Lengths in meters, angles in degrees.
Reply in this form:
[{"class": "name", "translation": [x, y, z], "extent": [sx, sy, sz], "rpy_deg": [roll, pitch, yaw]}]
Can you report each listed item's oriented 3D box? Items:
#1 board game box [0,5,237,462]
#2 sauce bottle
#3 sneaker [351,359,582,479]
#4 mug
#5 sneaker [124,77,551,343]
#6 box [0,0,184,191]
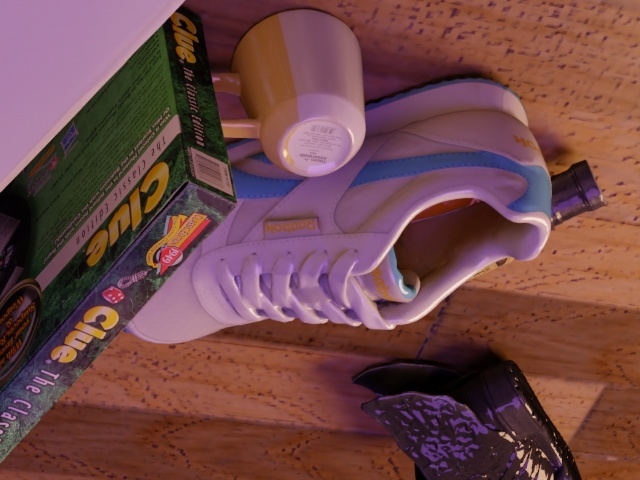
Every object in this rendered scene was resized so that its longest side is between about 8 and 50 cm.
[{"class": "board game box", "translation": [-0.133, 0.020, 0.709], "extent": [0.030, 0.136, 0.259], "rpy_deg": [28, 122, -30]}, {"class": "sauce bottle", "translation": [0.083, -0.005, 0.797], "extent": [0.128, 0.042, 0.042], "rpy_deg": [-26, 132, 11]}, {"class": "sneaker", "translation": [0.094, 0.126, 0.915], "extent": [0.089, 0.051, 0.170], "rpy_deg": [-25, 127, 11]}, {"class": "mug", "translation": [-0.013, -0.059, 0.711], "extent": [0.078, 0.064, 0.062], "rpy_deg": [-26, 133, 12]}, {"class": "sneaker", "translation": [0.000, 0.000, 0.749], "extent": [0.228, 0.092, 0.087], "rpy_deg": [-23, 134, 10]}, {"class": "box", "translation": [-0.219, -0.175, 0.457], "extent": [0.345, 0.215, 0.168], "rpy_deg": [32, 118, -34]}]
